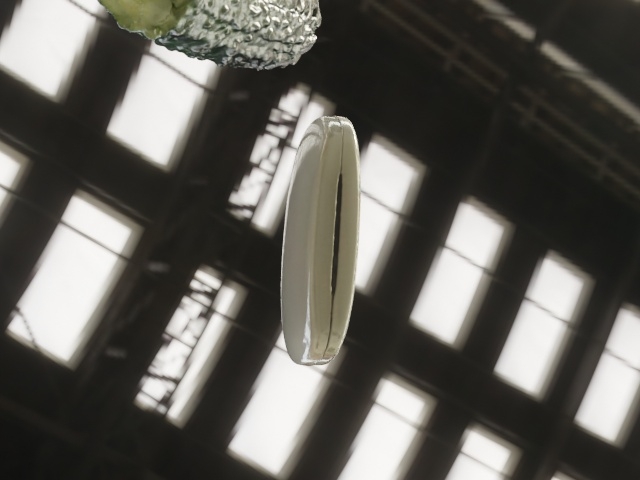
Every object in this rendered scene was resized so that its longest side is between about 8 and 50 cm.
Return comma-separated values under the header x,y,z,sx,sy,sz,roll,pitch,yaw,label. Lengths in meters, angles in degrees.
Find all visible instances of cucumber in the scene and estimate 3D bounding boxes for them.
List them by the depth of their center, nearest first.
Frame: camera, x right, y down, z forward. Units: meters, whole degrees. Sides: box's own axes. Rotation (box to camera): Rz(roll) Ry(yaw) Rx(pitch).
x,y,z,sx,sy,sz,roll,pitch,yaw,label
-0.049,-0.110,0.877,0.187,0.058,0.058,3,-77,-72,cucumber

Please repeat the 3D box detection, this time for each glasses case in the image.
x,y,z,sx,sy,sz,roll,pitch,yaw,label
0.000,0.000,1.506,0.051,0.081,0.204,7,-99,-17,glasses case
